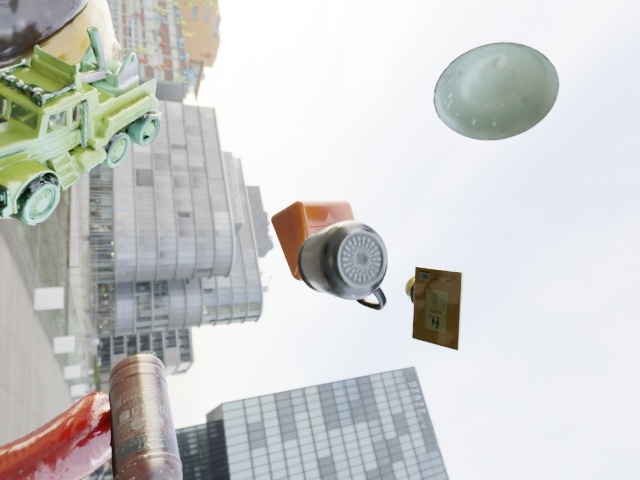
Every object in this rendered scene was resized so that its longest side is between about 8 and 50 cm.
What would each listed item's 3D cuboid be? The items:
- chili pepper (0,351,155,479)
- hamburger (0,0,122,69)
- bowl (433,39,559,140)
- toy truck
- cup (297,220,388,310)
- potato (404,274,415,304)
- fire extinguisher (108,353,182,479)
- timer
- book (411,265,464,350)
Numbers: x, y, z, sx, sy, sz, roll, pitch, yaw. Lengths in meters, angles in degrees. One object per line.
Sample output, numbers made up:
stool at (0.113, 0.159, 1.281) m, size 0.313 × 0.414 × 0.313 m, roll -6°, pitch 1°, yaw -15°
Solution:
chili pepper at (-0.439, 0.368, 0.812) m, size 0.131 × 0.338 × 0.134 m, roll 2°, pitch -66°, yaw 52°
hamburger at (-0.469, -0.344, 0.520) m, size 0.277 × 0.396 × 0.395 m, roll 99°, pitch -23°, yaw -59°
bowl at (0.483, -0.442, 1.173) m, size 0.313 × 0.314 × 0.146 m, roll -43°, pitch -155°, yaw 56°
toy truck at (-0.282, -0.141, 0.446) m, size 0.135 × 0.128 × 0.259 m, roll -60°, pitch -176°, yaw 44°
cup at (0.058, 0.067, 0.945) m, size 0.223 × 0.169 × 0.177 m, roll 56°, pitch -29°, yaw -15°
potato at (0.295, 0.158, 1.308) m, size 0.096 × 0.067 × 0.103 m, roll 59°, pitch 0°, yaw -5°
fire extinguisher at (-0.302, 0.342, 0.683) m, size 0.344 × 0.138 × 0.102 m, roll 51°, pitch -48°, yaw 51°
timer at (0.000, 0.000, 1.398) m, size 0.161 × 0.258 × 0.249 m, roll -29°, pitch -110°, yaw 51°
book at (0.258, 0.147, 0.938) m, size 0.118 × 0.012 × 0.172 m, roll 7°, pitch -83°, yaw 46°
